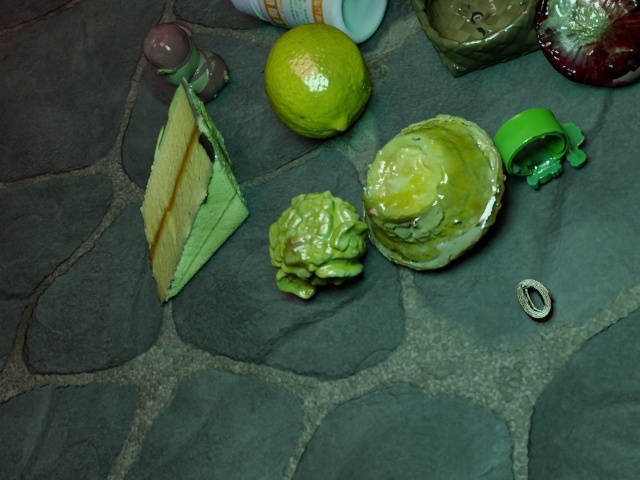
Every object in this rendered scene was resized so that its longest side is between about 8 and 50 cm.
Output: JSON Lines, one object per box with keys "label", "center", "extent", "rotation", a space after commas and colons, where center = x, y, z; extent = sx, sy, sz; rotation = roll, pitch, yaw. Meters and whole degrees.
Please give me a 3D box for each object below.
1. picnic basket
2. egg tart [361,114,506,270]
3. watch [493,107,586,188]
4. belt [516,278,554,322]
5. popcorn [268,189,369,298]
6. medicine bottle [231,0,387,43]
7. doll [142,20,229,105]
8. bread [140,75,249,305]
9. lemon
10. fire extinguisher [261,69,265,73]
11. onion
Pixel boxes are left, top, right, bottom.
{"label": "picnic basket", "center": [0.326, -0.570, 1.637], "extent": [0.293, 0.337, 0.337], "rotation": [-16, 61, 22]}
{"label": "egg tart", "center": [0.204, -0.110, 1.557], "extent": [0.345, 0.132, 0.345], "rotation": [-14, 67, 37]}
{"label": "watch", "center": [0.430, -0.201, 1.507], "extent": [0.165, 0.152, 0.131], "rotation": [-29, 54, 16]}
{"label": "belt", "center": [0.407, 0.112, 1.441], "extent": [0.059, 0.036, 0.083], "rotation": [-30, 58, 12]}
{"label": "popcorn", "center": [-0.003, 0.011, 1.625], "extent": [0.235, 0.181, 0.217], "rotation": [5, 72, 35]}
{"label": "medicine bottle", "center": [-0.038, -0.637, 1.925], "extent": [0.388, 0.219, 0.219], "rotation": [26, 81, 35]}
{"label": "doll", "center": [-0.364, -0.471, 2.004], "extent": [0.152, 0.256, 0.196], "rotation": [-41, 54, 12]}
{"label": "bread", "center": [-0.362, -0.121, 1.867], "extent": [0.405, 0.242, 0.346], "rotation": [-40, 52, 2]}
{"label": "lemon", "center": [-0.007, -0.369, 1.768], "extent": [0.267, 0.267, 0.267], "rotation": [-12, 62, 24]}
{"label": "fire extinguisher", "center": [-0.087, -0.445, 1.972], "extent": [0.132, 0.039, 0.056], "rotation": [8, 39, 32]}
{"label": "onion", "center": [0.577, -0.448, 1.529], "extent": [0.272, 0.195, 0.272], "rotation": [9, 115, 19]}
